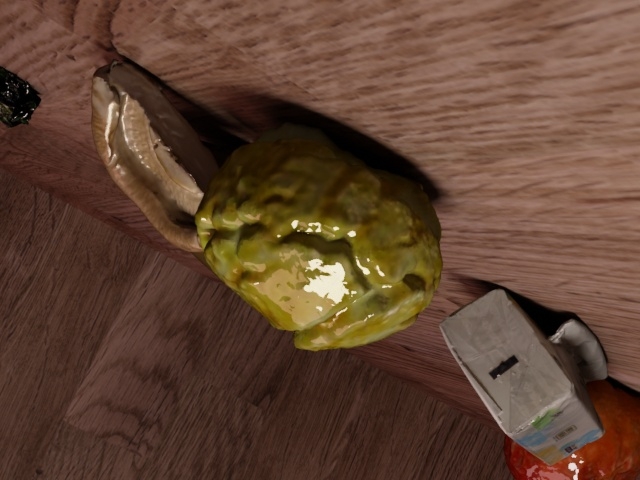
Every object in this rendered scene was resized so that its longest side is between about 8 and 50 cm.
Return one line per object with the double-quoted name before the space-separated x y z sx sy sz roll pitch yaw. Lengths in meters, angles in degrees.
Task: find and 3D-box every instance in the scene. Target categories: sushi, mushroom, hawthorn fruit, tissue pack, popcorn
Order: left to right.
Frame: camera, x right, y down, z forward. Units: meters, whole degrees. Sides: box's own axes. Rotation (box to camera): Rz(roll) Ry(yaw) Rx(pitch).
"sushi" -0.414 -0.192 1.424 0.083 0.056 0.085 40 166 -30
"mushroom" -0.158 -0.073 1.064 0.209 0.094 0.072 52 -152 -4
"popcorn" 0.000 0.000 0.962 0.221 0.183 0.204 29 165 -10
"tissue pack" 0.262 0.152 1.287 0.159 0.145 0.229 59 -172 30
"hawthorn fruit" 0.340 0.302 1.497 0.208 0.243 0.207 24 168 5

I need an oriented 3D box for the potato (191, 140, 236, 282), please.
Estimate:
"potato" -0.069 -0.014 1.195 0.296 0.141 0.192 32 167 -17
